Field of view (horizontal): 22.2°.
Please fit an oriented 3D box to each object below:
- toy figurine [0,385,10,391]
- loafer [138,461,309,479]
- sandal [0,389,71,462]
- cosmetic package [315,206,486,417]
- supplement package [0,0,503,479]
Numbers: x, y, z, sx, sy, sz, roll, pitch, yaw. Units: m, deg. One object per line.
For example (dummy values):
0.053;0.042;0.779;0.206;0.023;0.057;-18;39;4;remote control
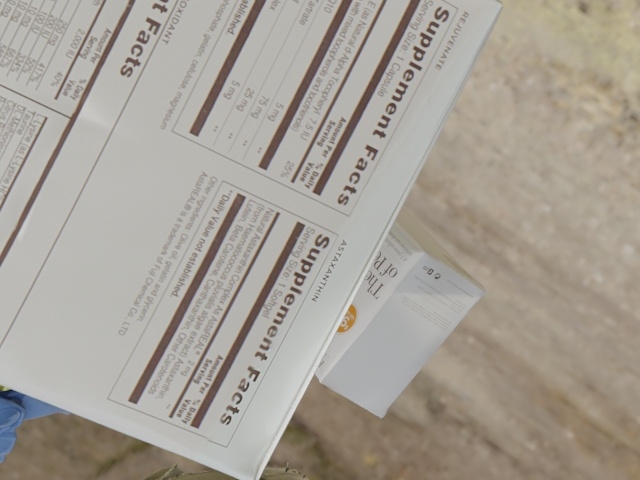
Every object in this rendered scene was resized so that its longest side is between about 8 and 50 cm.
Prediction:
-0.201;-0.001;1.618;0.217;0.362;0.191;5;-148;-27;toy figurine
-0.108;0.198;1.042;0.087;0.251;0.094;-66;-35;-69;loafer
-0.253;0.063;1.017;0.317;0.138;0.126;39;-170;-49;sandal
0.000;0.000;1.009;0.060;0.099;0.239;30;-169;-35;cosmetic package
-0.118;-0.071;0.606;0.263;0.198;0.199;25;-175;-25;supplement package
